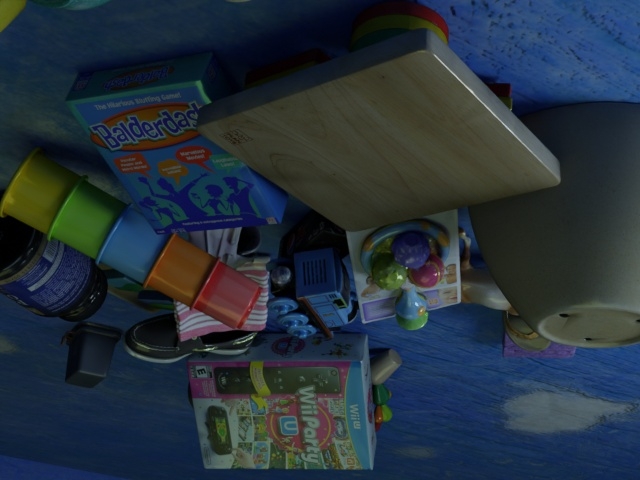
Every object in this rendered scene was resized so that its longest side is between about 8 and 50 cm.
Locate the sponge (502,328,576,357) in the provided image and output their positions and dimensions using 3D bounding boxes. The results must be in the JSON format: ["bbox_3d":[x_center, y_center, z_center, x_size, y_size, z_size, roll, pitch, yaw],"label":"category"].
[{"bbox_3d":[0.348,0.138,1.526,0.117,0.031,0.210,1,154,8],"label":"sponge"}]

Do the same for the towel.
[{"bbox_3d":[-0.147,0.087,1.451,0.144,0.029,0.197,-6,146,-10],"label":"towel"}]

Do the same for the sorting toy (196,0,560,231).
[{"bbox_3d":[0.062,-0.119,0.945,0.256,0.089,0.257,-13,150,35],"label":"sorting toy"}]

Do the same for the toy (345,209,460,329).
[{"bbox_3d":[0.110,0.039,1.209,0.137,0.056,0.237,-12,143,0],"label":"toy"}]

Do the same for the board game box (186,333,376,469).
[{"bbox_3d":[-0.063,0.280,1.691,0.304,0.097,0.223,-2,113,10],"label":"board game box"}]

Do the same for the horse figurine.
[{"bbox_3d":[0.236,0.047,1.297,0.264,0.066,0.174,4,148,18],"label":"horse figurine"}]

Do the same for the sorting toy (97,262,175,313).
[{"bbox_3d":[-0.239,0.069,1.492,0.208,0.038,0.193,-11,151,32],"label":"sorting toy"}]

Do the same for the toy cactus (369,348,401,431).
[{"bbox_3d":[0.075,0.255,1.775,0.219,0.112,0.180,43,118,-16],"label":"toy cactus"}]

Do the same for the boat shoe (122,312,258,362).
[{"bbox_3d":[-0.206,0.146,1.579,0.228,0.081,0.068,-1,149,-32],"label":"boat shoe"}]

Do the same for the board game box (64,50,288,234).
[{"bbox_3d":[-0.147,-0.095,1.030,0.160,0.047,0.210,-5,137,23],"label":"board game box"}]

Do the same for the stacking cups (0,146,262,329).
[{"bbox_3d":[-0.217,0.000,1.163,0.316,0.096,0.096,27,152,-7],"label":"stacking cups"}]

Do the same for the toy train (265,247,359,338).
[{"bbox_3d":[-0.007,0.074,1.275,0.105,0.080,0.184,-7,154,12],"label":"toy train"}]

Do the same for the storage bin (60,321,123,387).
[{"bbox_3d":[-0.431,0.214,1.792,0.098,0.091,0.135,17,153,-23],"label":"storage bin"}]

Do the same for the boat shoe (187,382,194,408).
[{"bbox_3d":[-0.077,0.285,1.861,0.356,0.132,0.130,10,147,-30],"label":"boat shoe"}]

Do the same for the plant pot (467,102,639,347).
[{"bbox_3d":[0.295,0.007,1.052,0.284,0.190,0.284,5,156,2],"label":"plant pot"}]

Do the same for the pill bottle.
[{"bbox_3d":[-0.386,0.034,1.340,0.123,0.122,0.219,-3,155,17],"label":"pill bottle"}]

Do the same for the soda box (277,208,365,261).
[{"bbox_3d":[0.000,0.000,1.266,0.060,0.053,0.169,13,155,-20],"label":"soda box"}]

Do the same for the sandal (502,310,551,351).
[{"bbox_3d":[0.296,0.108,1.398,0.072,0.049,0.180,-2,137,14],"label":"sandal"}]

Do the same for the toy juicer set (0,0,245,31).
[{"bbox_3d":[-0.216,-0.254,0.722,0.329,0.089,0.209,-1,144,33],"label":"toy juicer set"}]

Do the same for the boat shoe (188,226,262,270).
[{"bbox_3d":[-0.118,0.002,1.246,0.084,0.095,0.258,9,157,3],"label":"boat shoe"}]
